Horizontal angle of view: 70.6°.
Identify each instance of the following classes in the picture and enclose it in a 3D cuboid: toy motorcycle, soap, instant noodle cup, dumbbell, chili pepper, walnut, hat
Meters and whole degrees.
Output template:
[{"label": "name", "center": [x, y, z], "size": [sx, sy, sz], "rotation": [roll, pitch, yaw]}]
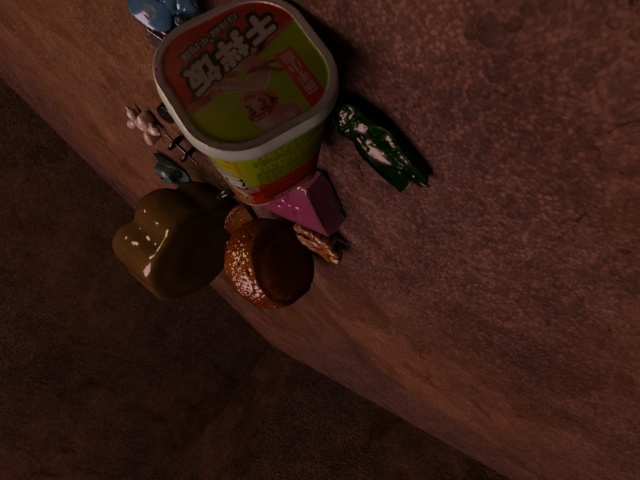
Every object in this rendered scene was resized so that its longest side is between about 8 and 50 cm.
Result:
[{"label": "toy motorcycle", "center": [-0.265, -0.421, 0.799], "size": [0.124, 0.182, 0.272], "rotation": [33, 163, -16]}, {"label": "soap", "center": [-0.075, -0.125, 1.199], "size": [0.260, 0.081, 0.181], "rotation": [24, 154, 37]}, {"label": "instant noodle cup", "center": [-0.117, -0.223, 0.841], "size": [0.294, 0.293, 0.308], "rotation": [37, 167, 10]}, {"label": "dumbbell", "center": [-0.465, -0.307, 1.516], "size": [0.147, 0.069, 0.069], "rotation": [43, 159, -9]}, {"label": "chili pepper", "center": [0.110, -0.168, 0.832], "size": [0.224, 0.061, 0.098], "rotation": [45, 152, -6]}, {"label": "walnut", "center": [0.000, 0.000, 1.341], "size": [0.170, 0.069, 0.143], "rotation": [33, 159, 23]}, {"label": "hat", "center": [-0.622, -0.276, 1.831], "size": [0.191, 0.078, 0.138], "rotation": [29, 154, 28]}]

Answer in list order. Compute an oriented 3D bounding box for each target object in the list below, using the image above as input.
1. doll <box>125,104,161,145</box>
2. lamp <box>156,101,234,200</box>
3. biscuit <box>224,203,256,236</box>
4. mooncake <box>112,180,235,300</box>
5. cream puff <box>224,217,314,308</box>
[{"label": "doll", "center": [-0.621, -0.408, 1.596], "size": [0.161, 0.059, 0.160], "rotation": [41, 160, -1]}, {"label": "lamp", "center": [-0.384, -0.266, 1.405], "size": [0.371, 0.108, 0.130], "rotation": [47, 155, -15]}, {"label": "biscuit", "center": [-0.287, -0.052, 1.672], "size": [0.206, 0.126, 0.025], "rotation": [62, -171, -47]}, {"label": "mooncake", "center": [-0.526, -0.006, 1.719], "size": [0.262, 0.467, 0.467], "rotation": [40, 160, 21]}, {"label": "cream puff", "center": [-0.177, 0.073, 1.471], "size": [0.212, 0.303, 0.303], "rotation": [-11, 127, 49]}]
